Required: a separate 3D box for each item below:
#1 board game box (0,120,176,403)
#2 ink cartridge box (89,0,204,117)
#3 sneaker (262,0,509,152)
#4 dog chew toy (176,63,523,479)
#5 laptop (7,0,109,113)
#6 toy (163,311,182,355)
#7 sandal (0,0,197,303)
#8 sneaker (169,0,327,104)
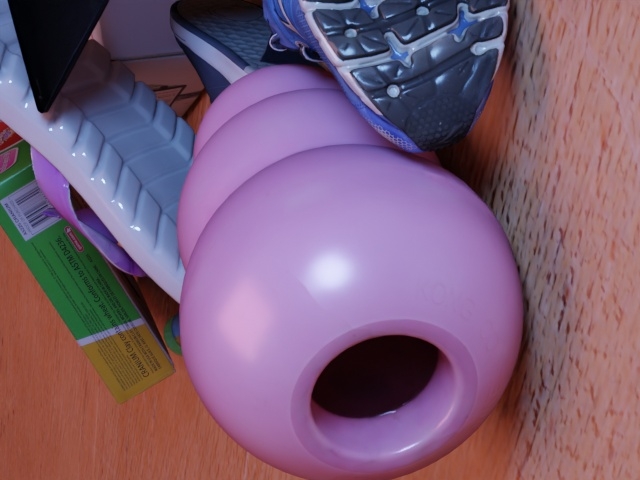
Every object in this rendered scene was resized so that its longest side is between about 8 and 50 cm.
[{"bbox_3d":[-0.248,0.003,1.875,0.242,0.064,0.316,59,177,-17],"label":"board game box"},{"bbox_3d":[-0.185,-0.220,1.737,0.289,0.122,0.211,141,119,-68],"label":"ink cartridge box"},{"bbox_3d":[0.031,-0.163,1.192,0.147,0.130,0.330,83,170,-46],"label":"sneaker"},{"bbox_3d":[0.000,0.000,1.204,0.332,0.207,0.206,-113,23,-55],"label":"dog chew toy"},{"bbox_3d":[-0.128,-0.258,1.437,0.136,0.264,0.234,73,177,-60],"label":"laptop"},{"bbox_3d":[-0.099,0.062,1.706,0.237,0.056,0.136,138,120,-67],"label":"toy"},{"bbox_3d":[-0.188,-0.066,1.542,0.102,0.169,0.416,-37,101,31],"label":"sandal"},{"bbox_3d":[-0.066,-0.091,1.507,0.226,0.086,0.163,-129,38,-54],"label":"sneaker"}]
